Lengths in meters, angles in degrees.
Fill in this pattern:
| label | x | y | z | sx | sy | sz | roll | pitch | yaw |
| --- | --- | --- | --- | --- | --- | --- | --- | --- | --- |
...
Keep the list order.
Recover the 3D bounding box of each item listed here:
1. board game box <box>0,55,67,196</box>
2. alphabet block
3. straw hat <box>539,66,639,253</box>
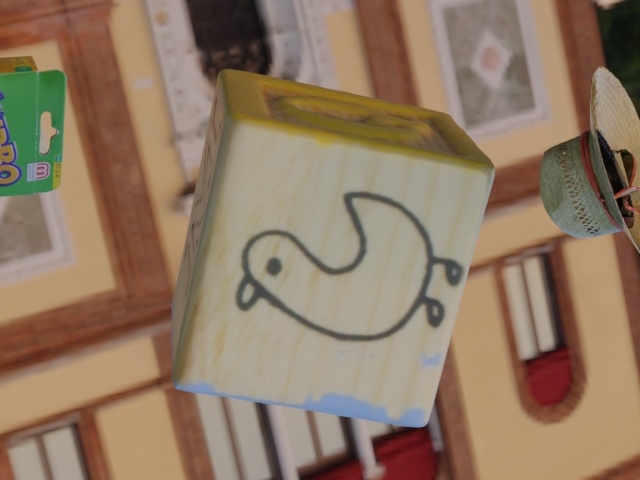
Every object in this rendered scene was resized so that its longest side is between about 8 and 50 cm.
| label | x | y | z | sx | sy | sz | roll | pitch | yaw |
| --- | --- | --- | --- | --- | --- | --- | --- | --- | --- |
| board game box | -0.339 | -0.085 | 1.212 | 0.259 | 0.124 | 0.039 | -5 | -142 | -20 |
| alphabet block | 0.000 | 0.000 | 1.083 | 0.192 | 0.197 | 0.193 | 9 | -164 | -10 |
| straw hat | 0.176 | -0.035 | 0.964 | 0.061 | 0.144 | 0.144 | -17 | -174 | 27 |
